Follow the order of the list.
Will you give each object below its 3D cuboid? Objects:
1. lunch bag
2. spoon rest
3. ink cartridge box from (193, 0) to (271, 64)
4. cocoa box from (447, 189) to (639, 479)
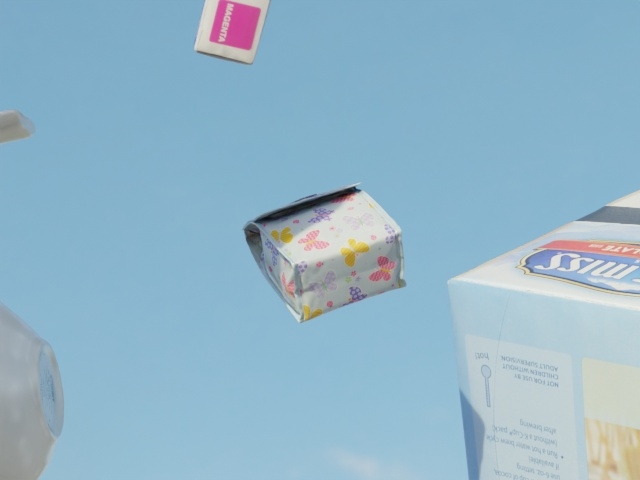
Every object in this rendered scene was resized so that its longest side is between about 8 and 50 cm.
[{"bbox_3d":[0.000,0.000,1.126,0.071,0.083,0.053,-17,-57,-15],"label":"lunch bag"},{"bbox_3d":[-0.237,0.049,1.415,0.084,0.276,0.137,-6,-10,6],"label":"spoon rest"},{"bbox_3d":[-0.069,-0.258,1.817,0.065,0.186,0.311,14,5,-7],"label":"ink cartridge box"},{"bbox_3d":[0.283,0.116,1.197,0.347,0.231,0.228,9,22,44],"label":"cocoa box"}]
